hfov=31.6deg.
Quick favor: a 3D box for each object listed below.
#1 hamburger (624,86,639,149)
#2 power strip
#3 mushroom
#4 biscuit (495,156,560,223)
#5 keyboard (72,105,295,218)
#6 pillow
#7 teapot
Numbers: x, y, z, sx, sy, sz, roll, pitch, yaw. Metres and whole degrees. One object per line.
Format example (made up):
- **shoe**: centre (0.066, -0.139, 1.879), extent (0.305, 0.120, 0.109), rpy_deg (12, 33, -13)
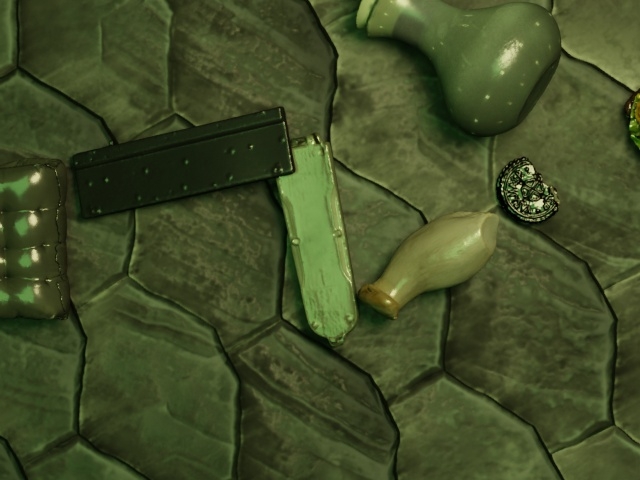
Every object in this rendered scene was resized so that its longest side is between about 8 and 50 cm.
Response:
- **hamburger**: centre (0.481, -0.146, 1.466), extent (0.137, 0.087, 0.166), rpy_deg (-40, 89, 5)
- **power strip**: centre (0.000, 0.001, 1.524), extent (0.080, 0.048, 0.286), rpy_deg (-12, 91, 10)
- **mushroom**: centre (0.148, 0.031, 1.491), extent (0.212, 0.097, 0.088), rpy_deg (-34, 122, 0)
- **biscuit**: centre (0.279, -0.067, 1.513), extent (0.087, 0.027, 0.089), rpy_deg (5, 92, 5)
- **keyboard**: centre (-0.189, -0.107, 1.526), extent (0.309, 0.018, 0.101), rpy_deg (-12, 85, 13)
- **pillow**: centre (-0.506, -0.003, 1.539), extent (0.326, 0.101, 0.228), rpy_deg (0, 95, 6)
- **teapot**: centre (0.173, -0.255, 1.451), extent (0.251, 0.183, 0.183), rpy_deg (33, 94, 12)
